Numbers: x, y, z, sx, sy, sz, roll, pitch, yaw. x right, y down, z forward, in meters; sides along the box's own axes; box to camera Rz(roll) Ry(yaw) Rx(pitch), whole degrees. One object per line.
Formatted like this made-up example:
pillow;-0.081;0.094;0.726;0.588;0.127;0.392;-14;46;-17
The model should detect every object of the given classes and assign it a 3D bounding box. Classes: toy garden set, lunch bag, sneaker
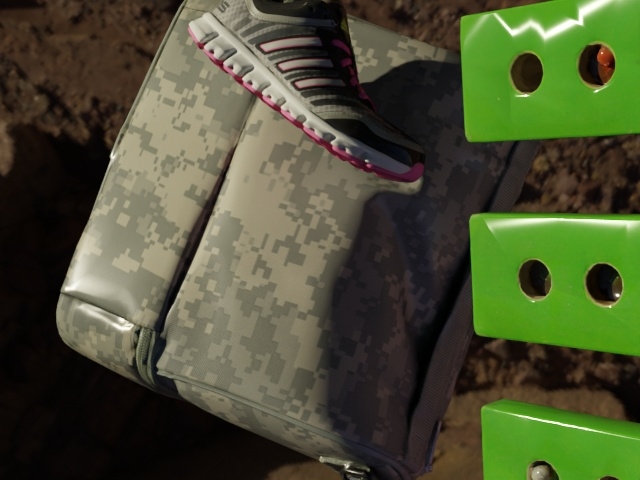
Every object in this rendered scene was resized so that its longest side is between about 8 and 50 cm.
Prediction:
toy garden set;0.139;0.046;0.307;0.204;0.049;0.244;3;98;49
lunch bag;0.000;0.000;0.740;0.256;0.305;0.212;16;167;32
sneaker;0.002;-0.102;0.623;0.170;0.074;0.063;39;-177;17
